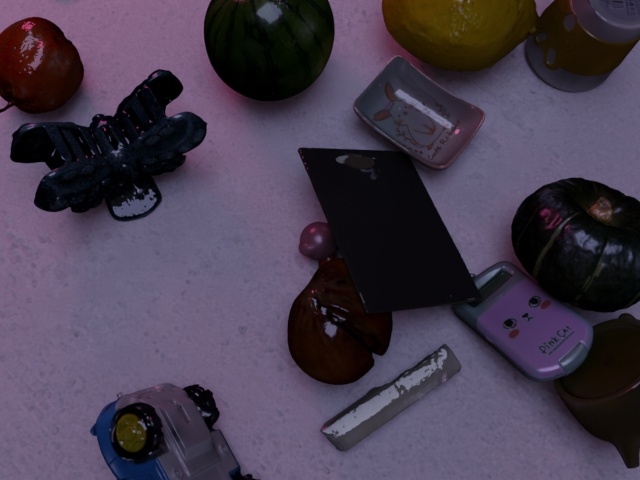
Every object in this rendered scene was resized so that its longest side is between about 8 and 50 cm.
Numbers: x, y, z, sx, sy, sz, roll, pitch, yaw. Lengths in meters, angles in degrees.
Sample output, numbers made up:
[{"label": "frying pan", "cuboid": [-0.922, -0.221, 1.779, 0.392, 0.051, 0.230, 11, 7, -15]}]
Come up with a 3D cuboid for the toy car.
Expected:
[{"label": "toy car", "cuboid": [-0.212, 0.360, 1.075, 0.166, 0.198, 0.314, -37, 78, 20]}]

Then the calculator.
[{"label": "calculator", "cuboid": [0.333, 0.131, 1.215, 0.141, 0.045, 0.246, -36, 53, -13]}]

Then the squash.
[{"label": "squash", "cuboid": [0.447, 0.003, 1.214, 0.252, 0.165, 0.252, 12, 40, -10]}]

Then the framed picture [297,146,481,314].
[{"label": "framed picture", "cuboid": [0.116, -0.028, 1.227, 0.244, 0.013, 0.324, -2, 57, -34]}]

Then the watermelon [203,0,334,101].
[{"label": "watermelon", "cuboid": [-0.091, -0.372, 1.300, 0.242, 0.242, 0.242, 1, 71, -3]}]

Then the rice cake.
[{"label": "rice cake", "cuboid": [0.115, 0.257, 1.188, 0.256, 0.052, 0.057, -32, 109, -13]}]

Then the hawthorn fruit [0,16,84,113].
[{"label": "hawthorn fruit", "cuboid": [-0.518, -0.295, 1.295, 0.157, 0.157, 0.194, 25, 68, 5]}]

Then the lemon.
[{"label": "lemon", "cuboid": [0.257, -0.438, 1.343, 0.310, 0.253, 0.253, 22, 71, -4]}]

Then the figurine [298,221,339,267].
[{"label": "figurine", "cuboid": [0.000, 0.000, 1.267, 0.071, 0.067, 0.083, 35, 55, -12]}]

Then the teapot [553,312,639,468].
[{"label": "teapot", "cuboid": [0.498, 0.236, 1.167, 0.175, 0.185, 0.268, 50, 46, -20]}]

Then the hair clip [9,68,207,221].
[{"label": "hair clip", "cuboid": [-0.348, -0.150, 1.230, 0.310, 0.206, 0.194, -26, 80, -17]}]

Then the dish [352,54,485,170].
[{"label": "dish", "cuboid": [0.178, -0.224, 1.351, 0.212, 0.077, 0.151, 36, 74, 9]}]

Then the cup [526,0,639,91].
[{"label": "cup", "cuboid": [0.500, -0.429, 1.363, 0.185, 0.226, 0.241, -22, 81, -11]}]

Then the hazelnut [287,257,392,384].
[{"label": "hazelnut", "cuboid": [0.026, 0.124, 1.165, 0.178, 0.178, 0.204, 30, 72, 7]}]
